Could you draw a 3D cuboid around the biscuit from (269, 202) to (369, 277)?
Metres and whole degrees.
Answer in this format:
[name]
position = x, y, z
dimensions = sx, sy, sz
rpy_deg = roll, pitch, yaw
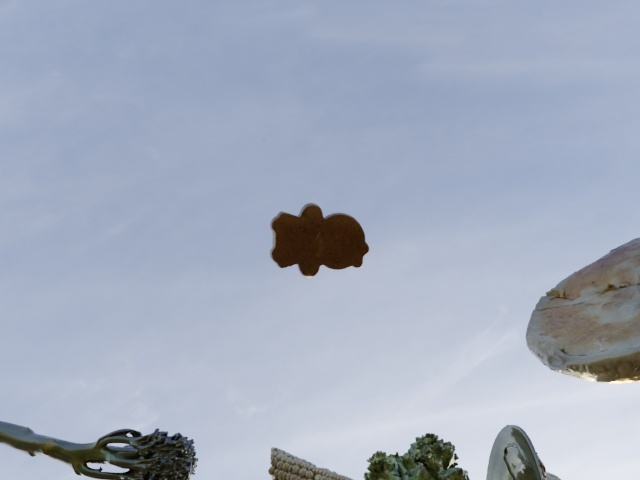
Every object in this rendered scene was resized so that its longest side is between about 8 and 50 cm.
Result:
[biscuit]
position = 0.000, 0.000, 0.951
dimensions = 0.225, 0.036, 0.166
rpy_deg = -2, -82, -14

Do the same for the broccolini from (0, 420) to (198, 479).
[broccolini]
position = -0.351, 0.292, 0.626
dimensions = 0.391, 0.079, 0.074
rpy_deg = 3, -42, 20

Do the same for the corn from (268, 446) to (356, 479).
[corn]
position = -0.014, 0.467, 0.814
dimensions = 0.210, 0.087, 0.087
rpy_deg = 11, -77, 20

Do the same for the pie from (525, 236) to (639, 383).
[pie]
position = 0.459, 0.095, 0.633
dimensions = 0.339, 0.339, 0.077
rpy_deg = -35, -85, 2

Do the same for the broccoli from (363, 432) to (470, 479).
[broccoli]
position = 0.266, 0.732, 1.246
dimensions = 0.337, 0.277, 0.318
rpy_deg = 0, -37, -9

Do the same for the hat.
[hat]
position = 0.394, 0.475, 0.778
dimensions = 0.109, 0.252, 0.252
rpy_deg = 10, -78, 3
